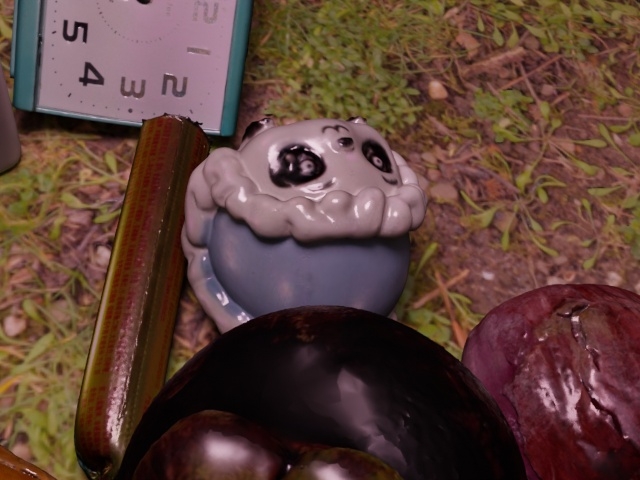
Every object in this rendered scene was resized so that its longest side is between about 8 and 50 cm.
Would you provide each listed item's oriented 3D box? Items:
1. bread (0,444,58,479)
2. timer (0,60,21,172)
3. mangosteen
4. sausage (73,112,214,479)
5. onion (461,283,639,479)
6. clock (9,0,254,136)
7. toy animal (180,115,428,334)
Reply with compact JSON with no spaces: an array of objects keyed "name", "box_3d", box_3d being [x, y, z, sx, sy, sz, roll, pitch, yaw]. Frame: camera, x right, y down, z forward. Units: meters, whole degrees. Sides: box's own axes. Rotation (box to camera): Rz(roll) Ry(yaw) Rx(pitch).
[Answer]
[{"name":"bread","box_3d":[-0.273,0.250,0.629,0.210,0.099,0.235,29,48,0]},{"name":"timer","box_3d":[-0.412,-0.150,0.820,0.194,0.195,0.192,-32,69,-24]},{"name":"mangosteen","box_3d":[-0.014,0.184,0.619,0.313,0.297,0.297,26,44,-47]},{"name":"sausage","box_3d":[-0.161,0.055,0.810,0.082,0.082,0.371,9,59,-4]},{"name":"onion","box_3d":[0.258,0.158,0.788,0.227,0.120,0.283,-13,62,-11]},{"name":"clock","box_3d":[-0.184,-0.252,0.917,0.231,0.262,0.116,6,14,-8]},{"name":"toy animal","box_3d":[0.000,0.000,0.787,0.208,0.204,0.156,-5,34,-31]}]
